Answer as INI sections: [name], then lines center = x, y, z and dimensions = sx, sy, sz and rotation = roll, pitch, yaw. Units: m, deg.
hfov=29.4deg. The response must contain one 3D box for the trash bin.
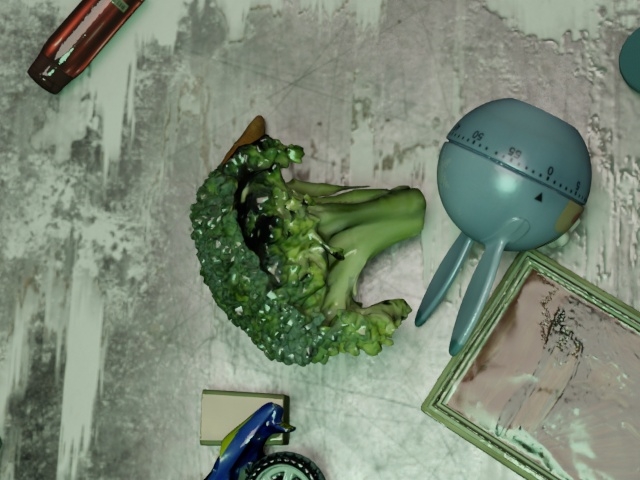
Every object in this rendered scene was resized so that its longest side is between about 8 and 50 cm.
[trash bin]
center = -0.081, 0.193, 1.326
dimensions = 0.092, 0.043, 0.061
rotation = -1, 80, 11

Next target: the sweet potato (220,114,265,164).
[sweet potato]
center = -0.103, -0.062, 1.380
dimensions = 0.044, 0.044, 0.179
rotation = 19, 83, 15

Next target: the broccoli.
[broccoli]
center = 0.000, 0.000, 1.265
dimensions = 0.243, 0.247, 0.263
rotation = -22, 31, -24

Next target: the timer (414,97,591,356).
[timer]
center = 0.195, -0.018, 1.259
dimensions = 0.175, 0.175, 0.255
rotation = 5, 100, 13

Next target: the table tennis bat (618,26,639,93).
[table tennis bat]
center = 0.395, -0.198, 1.292
dimensions = 0.155, 0.019, 0.100
rotation = -7, 64, 19

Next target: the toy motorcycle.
[toy motorcycle]
center = -0.129, 0.308, 1.277
dimensions = 0.315, 0.113, 0.169
rotation = -45, 75, 9

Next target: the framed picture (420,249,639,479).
[framed picture]
center = 0.271, 0.160, 1.269
dimensions = 0.273, 0.016, 0.216
rotation = 31, 88, 16

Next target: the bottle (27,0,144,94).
[bottle]
center = -0.279, -0.245, 1.442
dimensions = 0.060, 0.060, 0.164
rotation = 41, 91, 16
